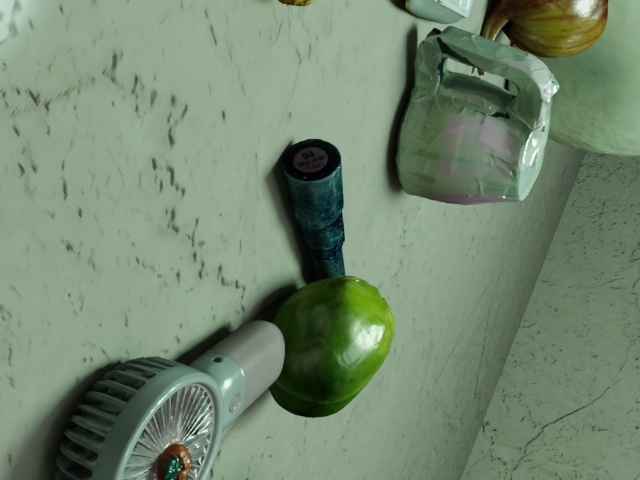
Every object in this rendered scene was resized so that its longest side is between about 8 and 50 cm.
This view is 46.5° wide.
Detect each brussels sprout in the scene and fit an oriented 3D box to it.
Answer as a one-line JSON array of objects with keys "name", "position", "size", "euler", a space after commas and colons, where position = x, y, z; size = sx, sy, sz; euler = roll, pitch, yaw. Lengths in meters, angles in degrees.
[{"name": "brussels sprout", "position": [0.006, 0.100, 0.737], "size": [0.155, 0.118, 0.155], "euler": [-64, 177, -5]}]

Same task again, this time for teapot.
[{"name": "teapot", "position": [0.203, -0.149, 0.933], "size": [0.163, 0.178, 0.221], "euler": [-29, 130, -60]}]

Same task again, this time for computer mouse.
[{"name": "computer mouse", "position": [0.136, -0.304, 0.847], "size": [0.199, 0.045, 0.102], "euler": [-19, 123, -63]}]

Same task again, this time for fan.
[{"name": "fan", "position": [-0.098, 0.130, 0.575], "size": [0.244, 0.074, 0.130], "euler": [-35, 136, -56]}]

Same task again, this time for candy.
[{"name": "candy", "position": [0.543, -0.323, 1.312], "size": [0.186, 0.427, 0.386], "euler": [-54, 166, -56]}]

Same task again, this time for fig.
[{"name": "fig", "position": [0.329, -0.361, 1.143], "size": [0.175, 0.207, 0.175], "euler": [167, -90, -82]}]

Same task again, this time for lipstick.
[{"name": "lipstick", "position": [0.000, 0.000, 0.754], "size": [0.053, 0.054, 0.234], "euler": [-58, 157, -32]}]

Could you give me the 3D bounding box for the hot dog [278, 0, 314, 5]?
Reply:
[{"name": "hot dog", "position": [-0.015, -0.249, 0.554], "size": [0.062, 0.038, 0.144], "euler": [-27, 127, -56]}]
